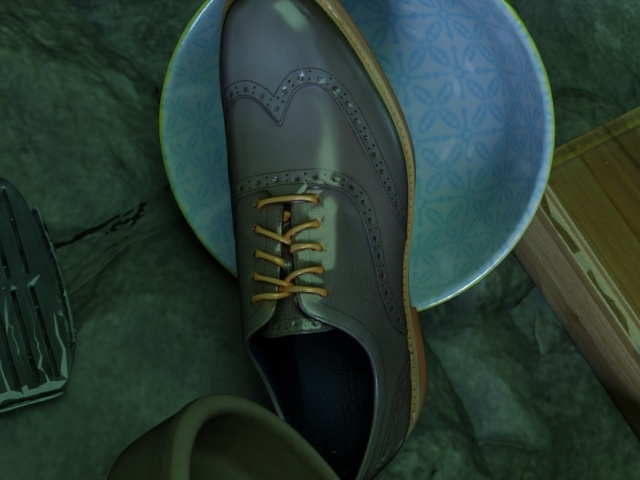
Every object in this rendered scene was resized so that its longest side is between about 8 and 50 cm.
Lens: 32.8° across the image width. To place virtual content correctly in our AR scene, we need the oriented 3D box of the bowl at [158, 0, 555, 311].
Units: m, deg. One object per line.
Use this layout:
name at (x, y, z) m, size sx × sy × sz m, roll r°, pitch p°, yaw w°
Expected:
bowl at (0.034, -0.098, 0.859) m, size 0.289 × 0.289 × 0.156 m, roll 32°, pitch 19°, yaw -2°

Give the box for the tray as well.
tray at (0.340, 0.082, 0.941) m, size 0.203 × 0.076 × 0.411 m, roll -26°, pitch 76°, yaw -26°

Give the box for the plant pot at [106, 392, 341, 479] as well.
plant pot at (-0.086, 0.255, 0.627) m, size 0.229 × 0.263 × 0.263 m, roll -34°, pitch 77°, yaw 15°

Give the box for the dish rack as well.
dish rack at (-0.311, 0.047, 0.749) m, size 0.271 × 0.074 × 0.208 m, roll -13°, pitch 72°, yaw -23°

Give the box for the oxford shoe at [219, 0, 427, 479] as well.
oxford shoe at (0.000, 0.000, 0.739) m, size 0.130 × 0.133 × 0.363 m, roll -10°, pitch 104°, yaw 18°
